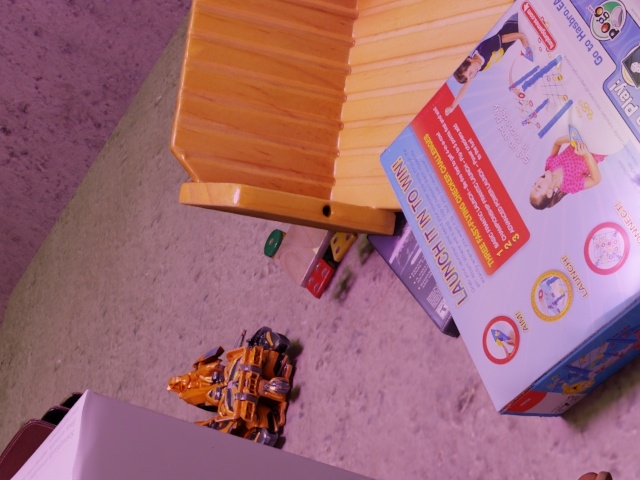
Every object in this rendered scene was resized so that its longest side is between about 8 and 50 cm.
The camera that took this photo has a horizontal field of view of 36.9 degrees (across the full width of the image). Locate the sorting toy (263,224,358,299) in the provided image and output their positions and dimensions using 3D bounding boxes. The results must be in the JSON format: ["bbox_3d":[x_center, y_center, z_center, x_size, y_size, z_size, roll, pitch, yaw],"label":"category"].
[{"bbox_3d":[0.000,0.000,1.388,0.132,0.046,0.274,-63,24,4],"label":"sorting toy"}]

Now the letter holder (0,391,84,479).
[{"bbox_3d":[-0.531,0.445,1.836,0.302,0.214,0.152,-58,25,15],"label":"letter holder"}]

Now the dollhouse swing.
[{"bbox_3d":[0.022,-0.195,1.118,0.305,0.315,0.347,-179,99,-70],"label":"dollhouse swing"}]

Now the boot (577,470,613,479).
[{"bbox_3d":[0.138,0.252,0.754,0.152,0.073,0.197,19,86,34],"label":"boot"}]

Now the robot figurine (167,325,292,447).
[{"bbox_3d":[-0.139,0.238,1.392,0.291,0.085,0.211,-32,45,51],"label":"robot figurine"}]

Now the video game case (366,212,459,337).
[{"bbox_3d":[0.151,-0.030,1.137,0.196,0.026,0.274,-59,24,12],"label":"video game case"}]

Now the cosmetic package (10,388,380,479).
[{"bbox_3d":[-0.084,0.294,0.861,0.217,0.385,0.156,-43,32,39],"label":"cosmetic package"}]

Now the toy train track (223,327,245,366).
[{"bbox_3d":[-0.135,0.180,1.534,0.048,0.014,0.083,-37,30,59],"label":"toy train track"}]

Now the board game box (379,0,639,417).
[{"bbox_3d":[0.218,-0.056,0.836,0.302,0.086,0.308,-48,47,34],"label":"board game box"}]
